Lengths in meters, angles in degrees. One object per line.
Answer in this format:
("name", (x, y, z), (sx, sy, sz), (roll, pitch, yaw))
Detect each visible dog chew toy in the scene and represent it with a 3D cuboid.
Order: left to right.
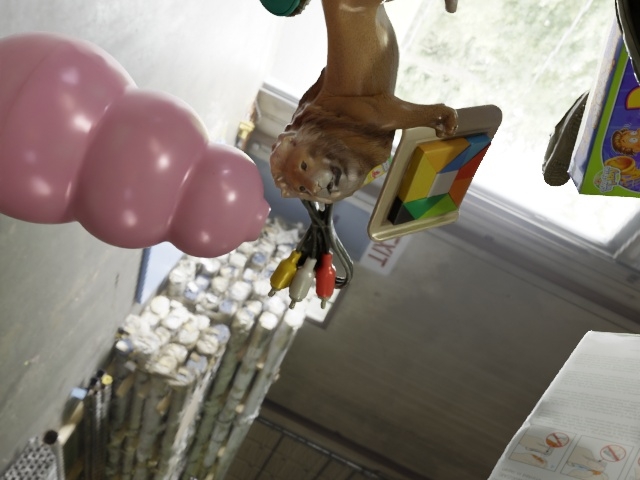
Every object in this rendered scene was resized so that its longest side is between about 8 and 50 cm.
("dog chew toy", (-0.214, -0.085, 0.626), (0.206, 0.332, 0.206), (-156, -90, -84))

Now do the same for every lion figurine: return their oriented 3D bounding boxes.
("lion figurine", (0.057, -0.239, 0.733), (0.142, 0.240, 0.392), (-80, 172, -77))

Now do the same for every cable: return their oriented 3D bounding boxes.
("cable", (0.000, 0.000, 0.918), (0.072, 0.139, 0.287), (-81, -177, -50))

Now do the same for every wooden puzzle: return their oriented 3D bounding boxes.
("wooden puzzle", (0.198, -0.108, 0.974), (0.221, 0.044, 0.238), (-14, 135, -30))

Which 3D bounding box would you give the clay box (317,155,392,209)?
("clay box", (0.068, -0.179, 1.421), (0.222, 0.053, 0.127), (-30, 144, -5))

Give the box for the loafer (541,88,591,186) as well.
("loafer", (0.633, -0.269, 1.448), (0.092, 0.102, 0.268), (-100, -149, -59))

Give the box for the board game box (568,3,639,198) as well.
("board game box", (0.505, -0.222, 0.777), (0.078, 0.233, 0.347), (-77, 169, -55))

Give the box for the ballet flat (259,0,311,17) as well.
("ballet flat", (-0.032, -0.297, 0.438), (0.077, 0.091, 0.241), (-53, 149, -30))

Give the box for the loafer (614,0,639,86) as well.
("loafer", (0.360, -0.152, 0.542), (0.112, 0.111, 0.319), (-43, -133, 45))

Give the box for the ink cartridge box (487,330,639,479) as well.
("ink cartridge box", (0.438, 0.265, 0.741), (0.308, 0.091, 0.385), (-3, -154, 49))
